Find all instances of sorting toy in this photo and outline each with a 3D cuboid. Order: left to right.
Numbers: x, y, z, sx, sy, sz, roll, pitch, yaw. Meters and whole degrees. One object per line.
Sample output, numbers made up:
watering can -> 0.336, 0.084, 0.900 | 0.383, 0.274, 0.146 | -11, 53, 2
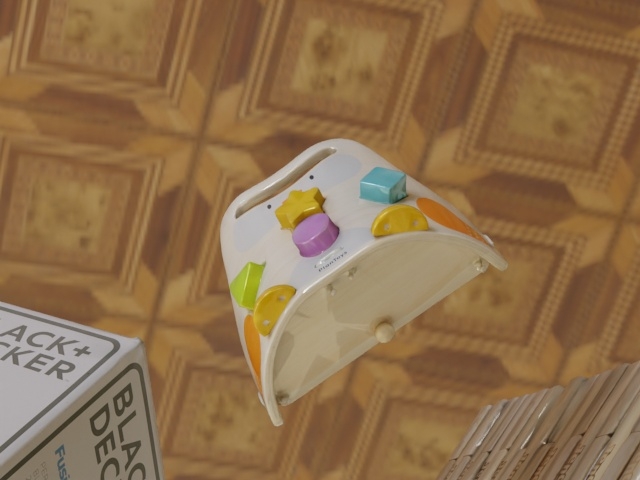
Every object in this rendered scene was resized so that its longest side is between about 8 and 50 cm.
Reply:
sorting toy -> 0.000, 0.000, 0.522 | 0.083, 0.075, 0.045 | -35, 128, 2

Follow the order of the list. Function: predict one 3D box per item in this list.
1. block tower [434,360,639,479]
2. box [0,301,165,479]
block tower -> 0.100, 0.109, 0.604 | 0.091, 0.335, 0.097 | 34, 77, 0
box -> -0.166, 0.163, 0.610 | 0.087, 0.290, 0.169 | 11, 122, 28
